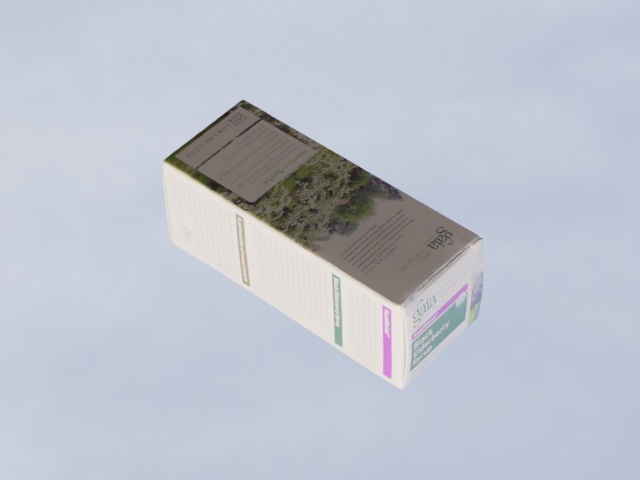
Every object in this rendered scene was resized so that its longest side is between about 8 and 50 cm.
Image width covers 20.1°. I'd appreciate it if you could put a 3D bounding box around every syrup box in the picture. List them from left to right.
[{"bbox_3d":[0.000,0.000,1.342,0.237,0.096,0.093,32,-125,27],"label":"syrup box"}]
